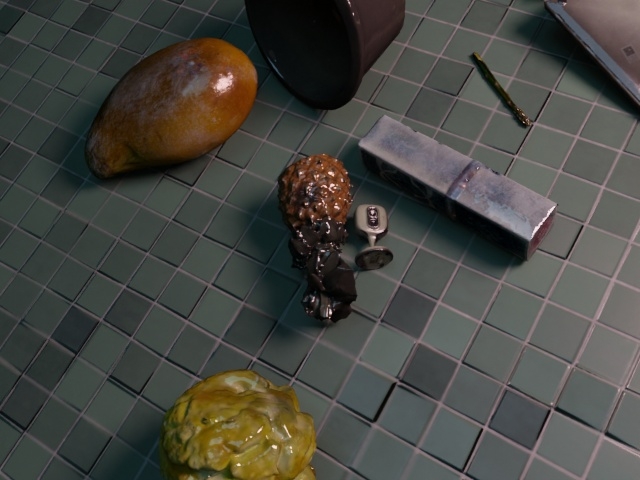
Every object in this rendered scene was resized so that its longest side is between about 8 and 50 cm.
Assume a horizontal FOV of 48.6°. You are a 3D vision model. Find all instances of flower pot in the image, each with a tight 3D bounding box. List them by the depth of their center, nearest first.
[{"bbox_3d":[0.022,-0.352,1.092,0.166,0.268,0.269,-33,59,-29],"label":"flower pot"}]

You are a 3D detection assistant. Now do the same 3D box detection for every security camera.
[{"bbox_3d":[0.072,-0.012,1.003,0.058,0.058,0.092,-12,60,8],"label":"security camera"}]

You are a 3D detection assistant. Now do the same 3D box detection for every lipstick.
[{"bbox_3d":[0.183,-0.080,0.992,0.290,0.077,0.076,34,78,27],"label":"lipstick"}]

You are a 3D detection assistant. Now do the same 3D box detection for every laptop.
[{"bbox_3d":[0.478,-0.303,1.023,0.188,0.015,0.269,-36,77,-5],"label":"laptop"}]

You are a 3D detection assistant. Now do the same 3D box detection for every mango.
[{"bbox_3d":[-0.243,-0.204,1.127,0.316,0.146,0.192,-29,60,15],"label":"mango"}]

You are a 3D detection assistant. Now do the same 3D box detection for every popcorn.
[{"bbox_3d":[-0.089,0.261,0.853,0.198,0.212,0.198,-36,20,15],"label":"popcorn"}]

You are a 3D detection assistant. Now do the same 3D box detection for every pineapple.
[{"bbox_3d":[0.000,0.000,0.978,0.111,0.119,0.237,-19,63,20],"label":"pineapple"}]

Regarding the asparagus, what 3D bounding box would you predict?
[{"bbox_3d":[0.273,-0.232,1.078,0.016,0.013,0.166,-32,61,10],"label":"asparagus"}]
